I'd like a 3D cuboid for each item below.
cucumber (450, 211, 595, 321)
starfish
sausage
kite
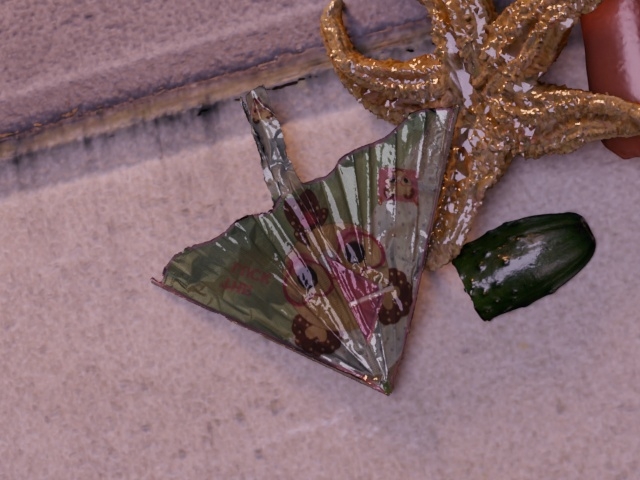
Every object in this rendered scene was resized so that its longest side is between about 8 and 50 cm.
[{"bbox_3d":[0.156,0.013,1.338,0.107,0.035,0.067,-28,76,15],"label":"cucumber"},{"bbox_3d":[0.130,-0.133,1.323,0.302,0.060,0.299,-10,86,39],"label":"starfish"},{"bbox_3d":[0.231,-0.157,1.301,0.077,0.077,0.194,-10,82,20],"label":"sausage"},{"bbox_3d":[0.000,0.000,1.383,0.323,0.013,0.268,-31,81,29],"label":"kite"}]
